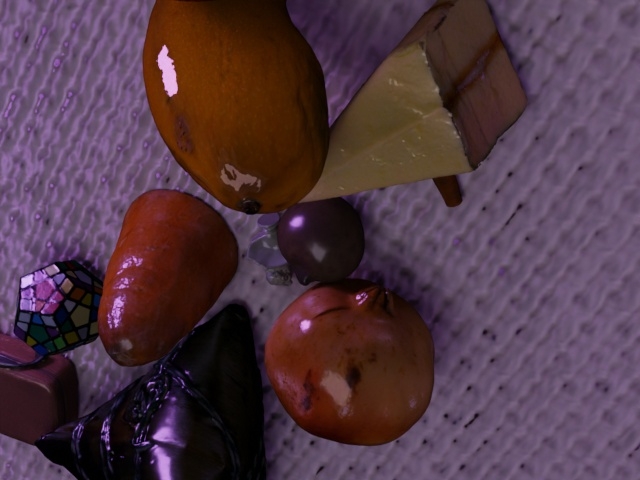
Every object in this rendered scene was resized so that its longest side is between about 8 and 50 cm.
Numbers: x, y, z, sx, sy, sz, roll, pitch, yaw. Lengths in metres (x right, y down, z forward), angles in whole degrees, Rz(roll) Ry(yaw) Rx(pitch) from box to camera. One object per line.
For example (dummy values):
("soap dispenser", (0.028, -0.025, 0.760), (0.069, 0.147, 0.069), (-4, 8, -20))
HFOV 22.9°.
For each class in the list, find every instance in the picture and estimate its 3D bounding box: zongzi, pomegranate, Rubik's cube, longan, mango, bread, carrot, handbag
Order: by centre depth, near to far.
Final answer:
("mango", (-0.091, -0.171, 1.635), (0.187, 0.359, 0.144), (-4, 142, -20))
("bread", (0.058, -0.154, 1.673), (0.264, 0.167, 0.163), (-10, 117, 31))
("carrot", (0.135, -0.080, 1.780), (0.032, 0.032, 0.093), (-8, 122, 29))
("longan", (0.000, 0.000, 1.849), (0.113, 0.092, 0.113), (-3, 80, 16))
("pomegranate", (0.041, 0.145, 1.879), (0.209, 0.209, 0.209), (12, 127, 17))
("carrot", (-0.209, 0.066, 1.923), (0.159, 0.225, 0.159), (12, 132, 14))
("Rubik's cube", (-0.341, 0.089, 2.066), (0.133, 0.133, 0.112), (-28, 82, 37))
("zongzi", (-0.149, 0.312, 2.090), (0.362, 0.319, 0.383), (32, 146, -21))
("handbag", (-0.437, 0.203, 2.220), (0.193, 0.072, 0.151), (21, 129, 12))

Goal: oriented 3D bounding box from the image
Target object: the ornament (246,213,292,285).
("ornament", (-0.055, 0.014, 1.927), (0.068, 0.041, 0.092), (13, 119, -12))
